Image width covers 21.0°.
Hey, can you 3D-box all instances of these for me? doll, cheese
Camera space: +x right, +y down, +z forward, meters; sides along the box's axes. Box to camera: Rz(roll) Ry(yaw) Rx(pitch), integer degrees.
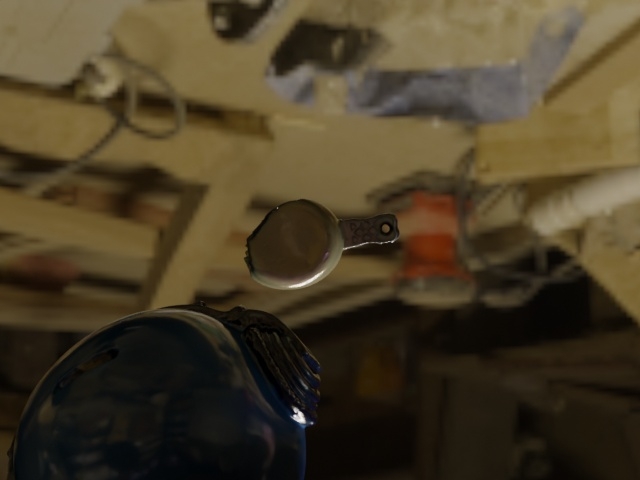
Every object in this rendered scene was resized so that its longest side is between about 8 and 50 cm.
[{"bbox_3d":[-0.107,0.198,1.348,0.284,0.310,0.240,-32,147,2],"label":"doll"},{"bbox_3d":[-0.003,-0.006,1.888,0.171,0.092,0.047,-28,176,0],"label":"cheese"}]
